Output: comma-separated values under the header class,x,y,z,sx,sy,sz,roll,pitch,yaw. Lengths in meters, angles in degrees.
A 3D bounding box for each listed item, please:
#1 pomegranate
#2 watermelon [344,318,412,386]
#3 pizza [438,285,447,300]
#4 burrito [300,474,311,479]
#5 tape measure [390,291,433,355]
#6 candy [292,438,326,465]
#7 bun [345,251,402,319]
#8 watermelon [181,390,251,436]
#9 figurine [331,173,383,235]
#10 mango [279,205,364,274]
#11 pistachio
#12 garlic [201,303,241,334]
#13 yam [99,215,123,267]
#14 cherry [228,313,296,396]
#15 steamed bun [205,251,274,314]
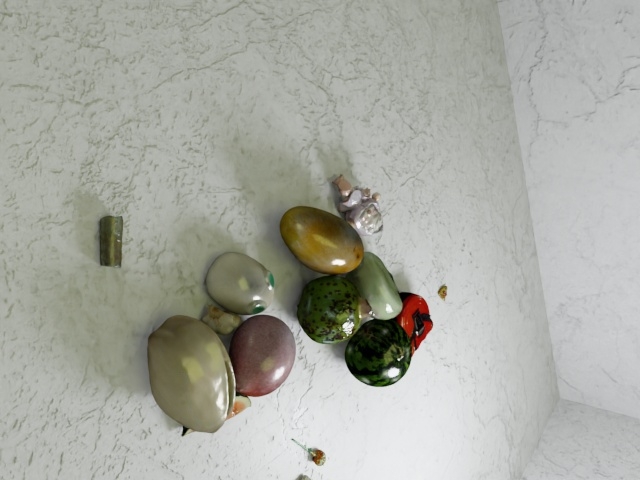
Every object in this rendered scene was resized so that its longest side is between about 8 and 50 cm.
class,x,y,z,sx,sy,sz,roll,pitch,yaw
pomegranate,0.051,0.238,1.497,0.254,0.270,0.255,-4,90,-81
watermelon,0.225,0.436,1.668,0.268,0.268,0.269,-2,93,-43
pizza,0.633,0.275,2.204,0.083,0.025,0.078,-33,111,-39
burrito,-0.008,0.977,1.595,0.275,0.059,0.082,63,39,-25
tape measure,0.385,0.361,1.910,0.253,0.114,0.261,-40,117,-36
candy,-0.042,0.766,1.576,0.185,0.049,0.056,47,31,-27
bun,0.188,0.188,1.663,0.283,0.179,0.283,52,17,-23
watermelon,-0.307,0.505,1.302,0.245,0.063,0.119,-8,115,-48
figurine,0.142,-0.126,1.657,0.200,0.133,0.276,-46,117,-18
mango,0.000,0.000,1.462,0.384,0.198,0.222,26,40,-48
pistachio,-0.343,0.358,1.156,0.208,0.225,0.332,-48,122,-81
garlic,-0.292,0.242,1.278,0.094,0.112,0.074,81,14,-57
yam,-0.523,0.004,1.079,0.054,0.054,0.133,0,92,-44
cherry,-0.170,0.353,1.288,0.205,0.239,0.240,9,85,-22
steamed bun,-0.229,0.136,1.309,0.228,0.130,0.177,44,62,-33
